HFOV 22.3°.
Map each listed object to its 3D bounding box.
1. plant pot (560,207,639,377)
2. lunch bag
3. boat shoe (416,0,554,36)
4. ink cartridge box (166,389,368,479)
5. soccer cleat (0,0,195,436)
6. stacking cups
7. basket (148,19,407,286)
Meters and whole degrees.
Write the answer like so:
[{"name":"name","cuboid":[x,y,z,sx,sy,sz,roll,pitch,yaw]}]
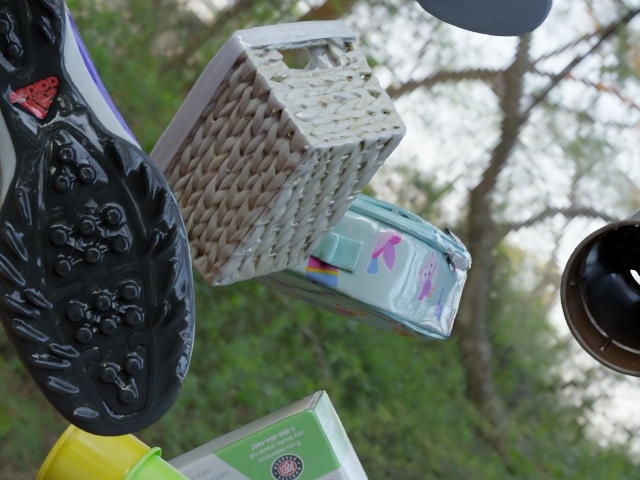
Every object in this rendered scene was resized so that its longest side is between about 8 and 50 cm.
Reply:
[{"name":"plant pot","cuboid":[0.350,0.036,1.685,0.167,0.167,0.165,46,28,3]},{"name":"lunch bag","cuboid":[0.000,0.000,1.506,0.279,0.108,0.224,19,-7,23]},{"name":"boat shoe","cuboid":[0.088,-0.354,1.685,0.367,0.136,0.156,27,42,-12]},{"name":"ink cartridge box","cuboid":[-0.030,0.310,1.534,0.273,0.198,0.115,64,6,-1]},{"name":"soccer cleat","cuboid":[-0.156,-0.047,0.886,0.318,0.108,0.116,67,-15,-2]},{"name":"stacking cups","cuboid":[-0.082,0.255,1.342,0.316,0.096,0.096,31,-6,9]},{"name":"basket","cuboid":[-0.034,-0.058,1.119,0.113,0.167,0.103,-14,62,-45]}]
